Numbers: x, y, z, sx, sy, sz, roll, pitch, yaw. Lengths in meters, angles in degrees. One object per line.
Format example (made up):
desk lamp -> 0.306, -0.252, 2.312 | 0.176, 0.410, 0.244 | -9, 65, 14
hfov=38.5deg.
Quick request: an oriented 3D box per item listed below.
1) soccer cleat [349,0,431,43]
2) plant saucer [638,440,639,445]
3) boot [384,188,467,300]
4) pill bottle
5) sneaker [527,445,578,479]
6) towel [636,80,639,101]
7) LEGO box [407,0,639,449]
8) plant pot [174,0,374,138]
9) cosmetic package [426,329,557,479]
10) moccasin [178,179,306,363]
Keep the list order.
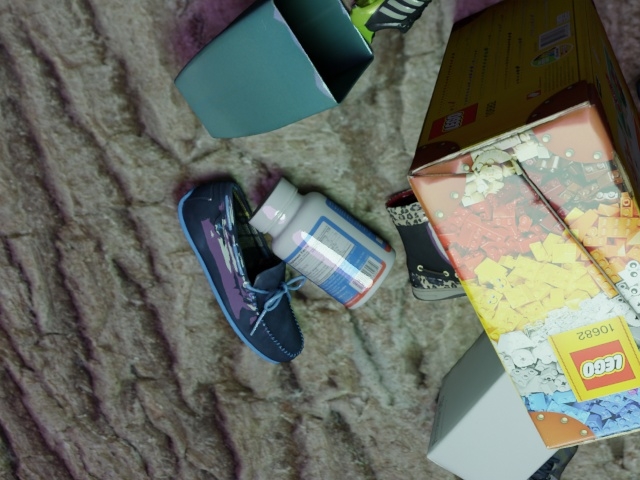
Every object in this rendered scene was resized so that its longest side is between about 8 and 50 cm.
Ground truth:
soccer cleat -> 0.125, -0.334, 1.271 | 0.178, 0.060, 0.072 | -19, 123, 31
plant saucer -> 0.661, 0.317, 1.521 | 0.188, 0.045, 0.188 | 31, 122, -5
boot -> 0.226, -0.006, 1.417 | 0.236, 0.085, 0.179 | -13, 114, 26
pill bottle -> 0.000, 0.000, 1.460 | 0.221, 0.124, 0.124 | 38, 122, -8
sneaker -> 0.377, 0.426, 1.616 | 0.111, 0.121, 0.300 | 17, 123, 4
towel -> 0.478, -0.230, 1.228 | 0.029, 0.067, 0.119 | 42, 122, -14
LEGO box -> 0.297, -0.067, 1.118 | 0.193, 0.500, 0.373 | -20, 113, 24
plant pot -> -0.082, -0.253, 1.312 | 0.234, 0.165, 0.166 | -21, 113, 33
cosmetic package -> 0.340, 0.201, 1.439 | 0.156, 0.217, 0.385 | 33, 121, -4
moccasin -> -0.111, 0.059, 1.516 | 0.116, 0.138, 0.342 | -20, 114, 26
